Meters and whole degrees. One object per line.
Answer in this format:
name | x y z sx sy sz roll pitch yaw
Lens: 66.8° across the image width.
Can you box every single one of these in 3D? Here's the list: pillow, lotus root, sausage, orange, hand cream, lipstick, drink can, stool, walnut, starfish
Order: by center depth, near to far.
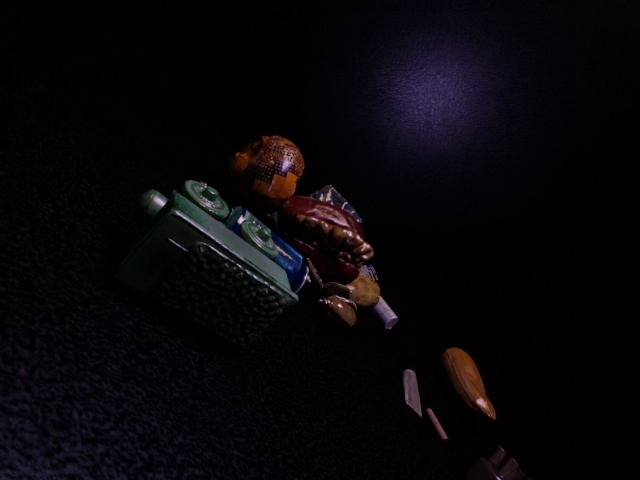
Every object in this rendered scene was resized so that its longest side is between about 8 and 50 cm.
drink can | -0.126 0.030 0.974 0.205 0.118 0.118 42 11 -21
stool | 0.384 0.530 1.021 0.125 0.121 0.217 47 5 2
lipstick | 0.286 0.455 1.194 0.019 0.019 0.094 39 12 -28
lotus root | 0.043 0.178 1.206 0.152 0.063 0.072 39 0 -39
starfish | 0.019 0.123 1.251 0.208 0.053 0.176 40 -26 -28
hand cream | 0.234 0.387 1.253 0.057 0.037 0.165 44 18 -10
walnut | 0.000 0.000 1.327 0.269 0.221 0.244 24 -7 -20
orange | -0.157 -0.194 1.418 0.182 0.234 0.234 58 1 -37
lotus root | 0.125 0.161 1.521 0.110 0.097 0.258 52 16 20
pillow | -0.016 -0.069 1.524 0.189 0.256 0.034 51 -24 31
sausage | 0.484 0.483 1.611 0.134 0.116 0.354 58 10 -13
lipstick | 0.170 0.190 1.675 0.059 0.059 0.264 31 17 -53

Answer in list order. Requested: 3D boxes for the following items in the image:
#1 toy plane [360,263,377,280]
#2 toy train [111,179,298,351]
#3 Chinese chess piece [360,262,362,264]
toy plane | 0.160 0.133 1.805 0.160 0.082 0.234 2 35 -35
toy train | -0.168 0.025 0.753 0.266 0.145 0.202 39 15 -28
Chinese chess piece | 0.056 -0.009 1.660 0.249 0.103 0.250 62 -8 16
